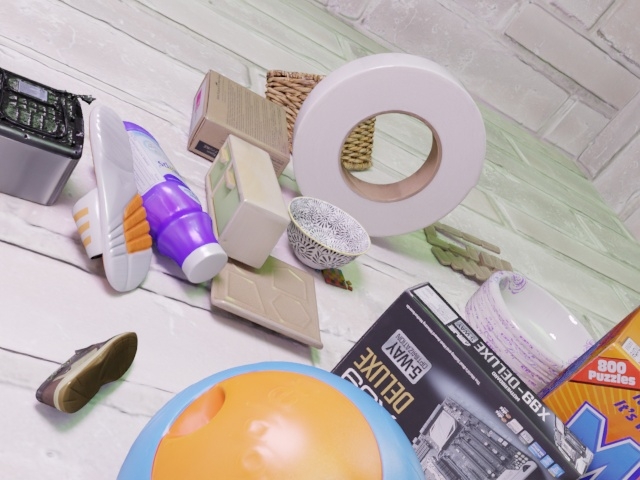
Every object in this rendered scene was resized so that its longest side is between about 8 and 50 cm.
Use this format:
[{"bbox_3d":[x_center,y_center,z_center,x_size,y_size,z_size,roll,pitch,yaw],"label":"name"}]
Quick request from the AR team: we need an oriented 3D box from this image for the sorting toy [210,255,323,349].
[{"bbox_3d":[-0.090,0.082,1.135,0.193,0.038,0.208,26,24,-22],"label":"sorting toy"}]

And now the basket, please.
[{"bbox_3d":[-0.012,-0.295,1.744,0.214,0.223,0.299,14,14,30],"label":"basket"}]

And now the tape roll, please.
[{"bbox_3d":[0.137,-0.181,1.423,0.392,0.392,0.072,27,29,-20],"label":"tape roll"}]

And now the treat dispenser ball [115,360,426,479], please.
[{"bbox_3d":[-0.043,0.255,0.639,0.288,0.288,0.288,29,28,-17],"label":"treat dispenser ball"}]

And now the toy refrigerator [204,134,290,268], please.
[{"bbox_3d":[-0.135,-0.076,1.206,0.094,0.102,0.269,25,22,-24],"label":"toy refrigerator"}]

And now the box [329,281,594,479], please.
[{"bbox_3d":[0.160,0.247,0.949,0.307,0.242,0.076,48,29,18],"label":"box"}]

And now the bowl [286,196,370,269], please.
[{"bbox_3d":[0.000,0.000,1.305,0.170,0.080,0.170,24,28,-14],"label":"bowl"}]

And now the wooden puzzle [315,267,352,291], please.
[{"bbox_3d":[0.025,0.067,1.320,0.083,0.006,0.049,19,33,-32],"label":"wooden puzzle"}]

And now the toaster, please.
[{"bbox_3d":[-0.426,-0.155,1.008,0.186,0.110,0.168,18,34,-33],"label":"toaster"}]

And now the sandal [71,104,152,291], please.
[{"bbox_3d":[-0.303,-0.055,0.994,0.102,0.076,0.265,14,65,-69],"label":"sandal"}]

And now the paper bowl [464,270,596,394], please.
[{"bbox_3d":[0.410,0.206,1.414,0.284,0.148,0.284,28,29,-18],"label":"paper bowl"}]

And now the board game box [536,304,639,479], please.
[{"bbox_3d":[0.464,0.350,1.029,0.356,0.356,0.356,48,28,18],"label":"board game box"}]

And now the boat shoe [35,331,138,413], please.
[{"bbox_3d":[-0.263,0.142,0.807,0.049,0.056,0.152,9,17,15],"label":"boat shoe"}]

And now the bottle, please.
[{"bbox_3d":[-0.242,-0.059,1.085,0.283,0.092,0.118,51,4,25],"label":"bottle"}]

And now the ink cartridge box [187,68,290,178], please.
[{"bbox_3d":[-0.168,-0.234,1.465,0.193,0.088,0.234,25,30,-21],"label":"ink cartridge box"}]

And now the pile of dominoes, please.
[{"bbox_3d":[0.364,0.046,1.754,0.251,0.040,0.196,21,31,-13],"label":"pile of dominoes"}]
